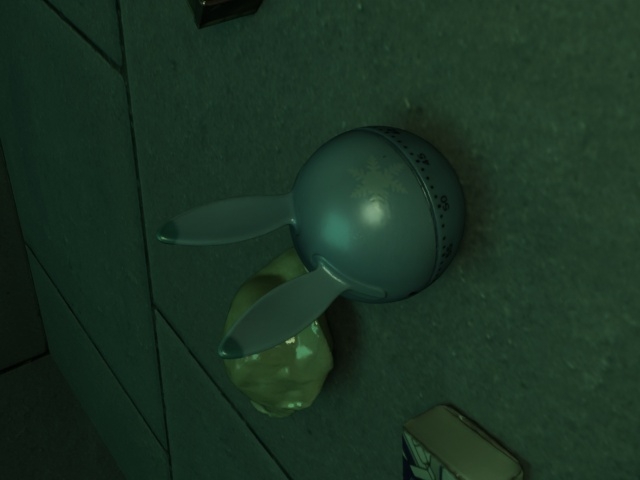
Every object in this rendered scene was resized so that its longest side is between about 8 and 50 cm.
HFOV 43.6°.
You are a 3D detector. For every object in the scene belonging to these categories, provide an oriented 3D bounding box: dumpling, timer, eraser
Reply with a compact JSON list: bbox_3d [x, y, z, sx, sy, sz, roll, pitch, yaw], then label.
[{"bbox_3d":[-0.049,0.130,1.004,0.162,0.132,0.250,52,133,42],"label":"dumpling"},{"bbox_3d":[0.008,0.002,0.709,0.175,0.255,0.175,58,173,11],"label":"timer"},{"bbox_3d":[0.147,0.292,0.844,0.124,0.068,0.210,33,137,45],"label":"eraser"}]

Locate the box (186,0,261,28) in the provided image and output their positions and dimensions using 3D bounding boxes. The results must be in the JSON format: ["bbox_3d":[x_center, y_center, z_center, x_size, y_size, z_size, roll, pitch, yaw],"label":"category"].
[{"bbox_3d":[-0.106,-0.273,0.868,0.060,0.084,0.063,63,156,7],"label":"box"}]
